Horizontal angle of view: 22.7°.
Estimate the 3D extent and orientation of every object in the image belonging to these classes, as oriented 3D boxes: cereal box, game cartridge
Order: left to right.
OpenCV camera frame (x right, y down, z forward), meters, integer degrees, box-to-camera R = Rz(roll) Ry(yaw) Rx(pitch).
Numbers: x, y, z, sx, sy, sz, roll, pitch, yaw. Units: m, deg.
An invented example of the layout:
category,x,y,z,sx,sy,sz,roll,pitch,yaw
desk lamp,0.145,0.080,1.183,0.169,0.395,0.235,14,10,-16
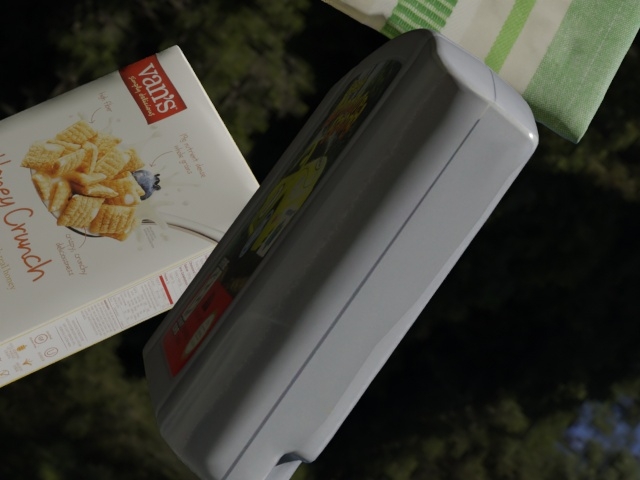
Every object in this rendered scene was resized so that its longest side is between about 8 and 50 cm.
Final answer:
category,x,y,z,sx,sy,sz,roll,pitch,yaw
cereal box,-0.163,-0.012,0.995,0.240,0.047,0.173,-26,-128,-7
game cartridge,0.000,0.000,0.693,0.196,0.060,0.294,-51,-172,-3

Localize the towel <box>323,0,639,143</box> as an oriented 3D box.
category,x,y,z,sx,sy,sz,roll,pitch,yaw
towel,0.085,-0.248,1.053,0.247,0.325,0.038,-63,-171,-2
